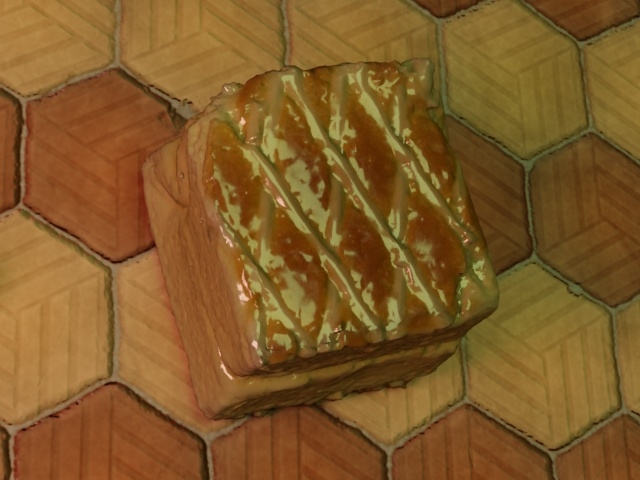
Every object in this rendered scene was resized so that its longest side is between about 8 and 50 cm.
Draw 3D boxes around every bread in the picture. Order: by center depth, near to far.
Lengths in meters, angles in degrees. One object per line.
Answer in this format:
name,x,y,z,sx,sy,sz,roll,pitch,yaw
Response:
bread,0.000,0.000,1.888,0.371,0.279,0.390,-8,76,-23
